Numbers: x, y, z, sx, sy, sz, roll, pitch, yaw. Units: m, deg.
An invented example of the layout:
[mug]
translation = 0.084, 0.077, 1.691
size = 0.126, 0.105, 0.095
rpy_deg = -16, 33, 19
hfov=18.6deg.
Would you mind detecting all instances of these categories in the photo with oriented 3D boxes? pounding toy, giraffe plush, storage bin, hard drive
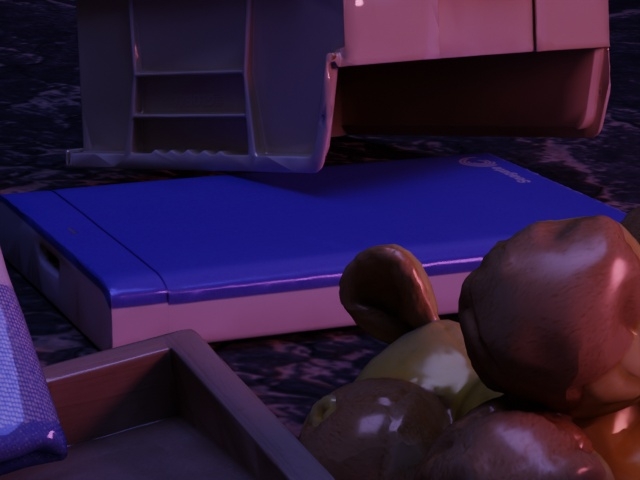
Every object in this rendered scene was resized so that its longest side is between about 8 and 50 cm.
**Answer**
[pounding toy]
translation = -0.096, 0.125, 0.576
size = 0.206, 0.094, 0.181
rpy_deg = -15, 26, -20
[giraffe plush]
translation = 0.064, 0.071, 0.630
size = 0.170, 0.181, 0.210
rpy_deg = 6, -6, 43
[storage bin]
translation = 0.014, -0.116, 1.275
size = 0.262, 0.123, 0.260
rpy_deg = -9, 9, -43
[hard drive]
translation = 0.000, 0.000, 1.105
size = 0.318, 0.040, 0.210
rpy_deg = -6, 17, -24

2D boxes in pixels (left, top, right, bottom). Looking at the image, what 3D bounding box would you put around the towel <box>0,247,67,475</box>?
[towel]
translation = -0.219, -0.019, 0.619
size = 0.209, 0.034, 0.285
rpy_deg = -15, 56, -19
